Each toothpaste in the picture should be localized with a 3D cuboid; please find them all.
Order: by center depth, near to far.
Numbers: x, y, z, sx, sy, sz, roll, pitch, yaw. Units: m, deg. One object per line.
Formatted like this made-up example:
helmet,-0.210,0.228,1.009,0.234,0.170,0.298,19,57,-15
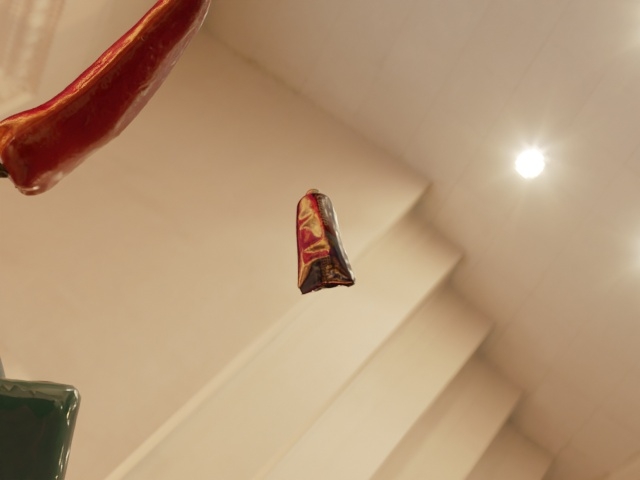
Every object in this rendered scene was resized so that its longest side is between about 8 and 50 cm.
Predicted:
toothpaste,0.000,0.000,0.624,0.027,0.083,0.019,-11,-56,2

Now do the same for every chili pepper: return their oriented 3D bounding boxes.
chili pepper,-0.177,-0.103,0.997,0.272,0.071,0.063,-41,-102,-1

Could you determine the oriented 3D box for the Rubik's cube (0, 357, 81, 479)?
Rubik's cube,-0.276,0.123,0.445,0.368,0.358,0.387,-35,-127,48
